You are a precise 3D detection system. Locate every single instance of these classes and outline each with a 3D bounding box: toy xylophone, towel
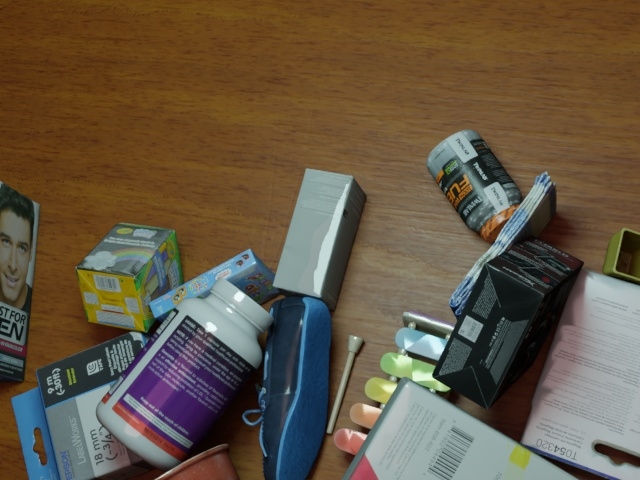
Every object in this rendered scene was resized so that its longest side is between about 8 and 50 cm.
[{"bbox_3d":[0.129,0.284,1.895,0.236,0.081,0.322,8,77,17],"label":"toy xylophone"},{"bbox_3d":[0.319,0.025,1.851,0.034,0.209,0.285,35,86,19],"label":"towel"}]

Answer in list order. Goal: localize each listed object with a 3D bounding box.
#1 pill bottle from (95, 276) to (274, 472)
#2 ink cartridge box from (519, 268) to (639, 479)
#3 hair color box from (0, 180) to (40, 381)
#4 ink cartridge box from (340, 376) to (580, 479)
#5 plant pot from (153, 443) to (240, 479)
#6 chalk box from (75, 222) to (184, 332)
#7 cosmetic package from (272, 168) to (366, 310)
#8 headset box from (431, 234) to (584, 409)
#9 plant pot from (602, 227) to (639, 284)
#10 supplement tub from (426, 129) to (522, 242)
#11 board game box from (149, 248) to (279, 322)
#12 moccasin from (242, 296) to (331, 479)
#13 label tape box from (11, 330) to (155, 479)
[{"bbox_3d":[-0.226,0.227,1.852,0.181,0.181,0.323,35,81,21],"label":"pill bottle"},{"bbox_3d":[0.541,0.248,1.805,0.324,0.071,0.330,18,83,19],"label":"ink cartridge box"},{"bbox_3d":[-0.662,0.081,2.109,0.114,0.185,0.374,-4,73,14],"label":"hair color box"},{"bbox_3d":[0.232,0.437,1.724,0.385,0.160,0.279,31,87,3],"label":"ink cartridge box"},{"bbox_3d":[-0.207,0.535,1.830,0.272,0.272,0.265,-34,76,3],"label":"plant pot"},{"bbox_3d":[-0.350,0.056,2.042,0.132,0.132,0.213,8,34,19],"label":"chalk box"},{"bbox_3d":[0.000,0.000,1.989,0.107,0.127,0.238,9,79,17],"label":"cosmetic package"},{"bbox_3d":[0.320,0.124,1.772,0.110,0.293,0.218,30,111,19],"label":"headset box"},{"bbox_3d":[0.534,0.033,1.854,0.081,0.083,0.081,18,79,-8],"label":"plant pot"},{"bbox_3d":[0.287,-0.098,1.945,0.117,0.117,0.190,-34,68,4],"label":"supplement tub"},{"bbox_3d":[-0.189,0.105,1.989,0.211,0.160,0.039,-29,62,6],"label":"board game box"},{"bbox_3d":[-0.056,0.271,1.922,0.117,0.138,0.342,5,81,36],"label":"moccasin"},{"bbox_3d":[-0.440,0.343,2.018,0.334,0.106,0.240,-22,70,8],"label":"label tape box"}]
